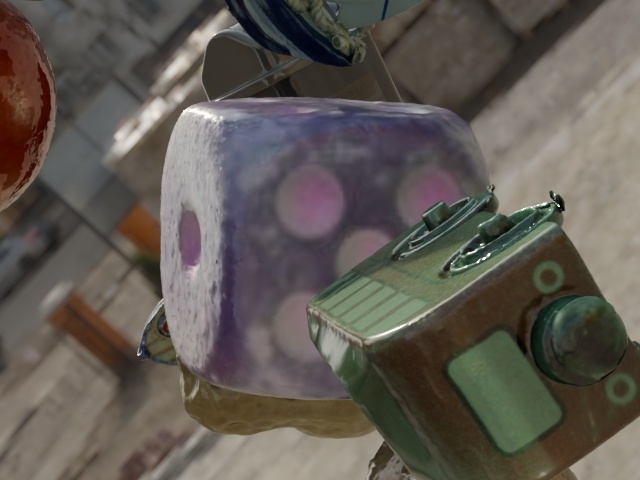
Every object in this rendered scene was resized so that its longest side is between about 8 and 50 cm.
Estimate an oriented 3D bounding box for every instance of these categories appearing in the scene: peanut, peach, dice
[{"bbox_3d":[-0.008,0.147,2.034,0.291,0.159,0.143,-10,6,-14],"label":"peanut"},{"bbox_3d":[-0.381,-0.126,1.806,0.281,0.238,0.281,-56,1,2],"label":"peach"},{"bbox_3d":[0.000,0.000,1.818,0.270,0.271,0.270,-157,67,-69],"label":"dice"}]

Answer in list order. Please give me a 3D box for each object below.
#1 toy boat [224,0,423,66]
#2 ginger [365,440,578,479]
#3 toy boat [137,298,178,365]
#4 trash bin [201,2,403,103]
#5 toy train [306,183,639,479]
[{"bbox_3d":[0.047,-0.273,1.770,0.291,0.220,0.067,-19,37,25],"label":"toy boat"},{"bbox_3d":[0.133,0.245,1.810,0.221,0.130,0.276,-23,6,2],"label":"ginger"},{"bbox_3d":[-0.110,0.088,2.349,0.262,0.114,0.115,-30,21,-15],"label":"toy boat"},{"bbox_3d":[-0.004,-0.146,2.221,0.182,0.290,0.209,-22,9,44],"label":"trash bin"},{"bbox_3d":[0.088,0.058,1.090,0.159,0.129,0.326,-36,8,-5],"label":"toy train"}]
